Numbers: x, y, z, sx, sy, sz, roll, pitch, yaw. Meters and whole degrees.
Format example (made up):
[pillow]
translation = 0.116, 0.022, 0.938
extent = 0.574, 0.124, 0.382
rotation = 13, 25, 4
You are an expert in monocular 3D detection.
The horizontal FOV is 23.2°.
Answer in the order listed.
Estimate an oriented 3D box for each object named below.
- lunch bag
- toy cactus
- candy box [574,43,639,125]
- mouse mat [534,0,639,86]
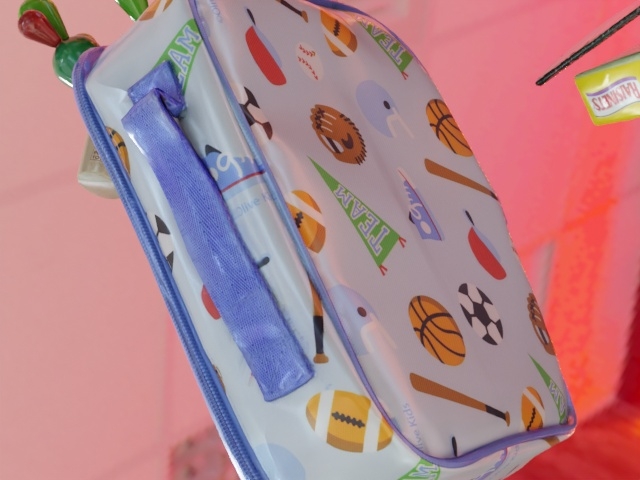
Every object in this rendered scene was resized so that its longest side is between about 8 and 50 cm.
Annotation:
[lunch bag]
translation = 0.000, 0.000, 0.810
extent = 0.115, 0.303, 0.243
rotation = -35, -18, 28
[toy cactus]
translation = -0.116, -0.115, 1.062
extent = 0.112, 0.219, 0.180
rotation = 103, -175, -63
[candy box]
translation = 0.203, -0.096, 0.570
extent = 0.206, 0.105, 0.027
rotation = -25, -83, -17
[mouse mat]
translation = 0.165, -0.124, 0.549
extent = 0.190, 0.007, 0.152
rotation = -39, 1, -13
